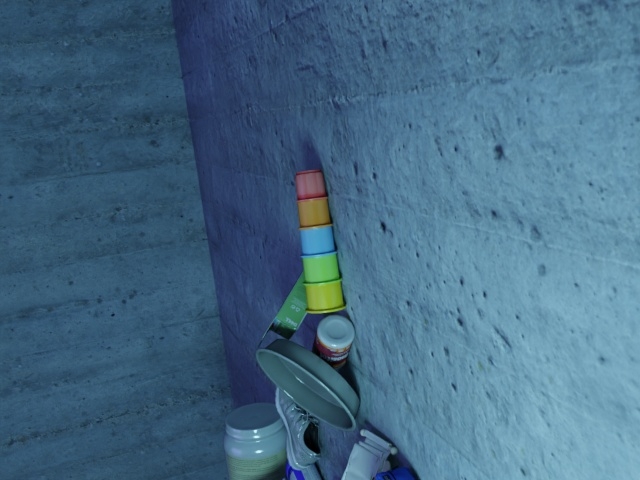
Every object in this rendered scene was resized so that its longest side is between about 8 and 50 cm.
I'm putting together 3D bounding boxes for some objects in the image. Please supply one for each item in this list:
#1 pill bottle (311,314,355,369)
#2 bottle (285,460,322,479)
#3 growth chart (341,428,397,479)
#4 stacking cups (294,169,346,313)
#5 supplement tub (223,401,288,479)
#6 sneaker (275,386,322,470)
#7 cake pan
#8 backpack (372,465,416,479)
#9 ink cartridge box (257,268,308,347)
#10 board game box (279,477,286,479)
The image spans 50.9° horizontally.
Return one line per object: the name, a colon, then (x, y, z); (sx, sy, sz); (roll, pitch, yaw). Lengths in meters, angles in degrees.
pill bottle: (0.026, 0.243, 1.539); (0.152, 0.086, 0.086); (101, 152, -51)
bottle: (-0.018, 0.758, 1.959); (0.283, 0.092, 0.118); (-127, 26, -53)
growth chart: (0.086, 0.524, 1.438); (0.237, 0.021, 0.172); (-68, 23, 1)
stacking cups: (0.000, 0.000, 1.505); (0.096, 0.096, 0.315); (-177, 82, -72)
supplement tub: (-0.203, 0.743, 2.285); (0.235, 0.236, 0.324); (-152, 54, -68)
sneaker: (-0.048, 0.516, 1.961); (0.115, 0.105, 0.281); (-31, 65, 39)
cake pan: (-0.024, 0.334, 1.573); (0.293, 0.054, 0.293); (32, 154, 18)
backpack: (0.132, 0.501, 1.304); (0.098, 0.120, 0.101); (-144, 46, -66)
ink cartridge box: (-0.069, 0.175, 1.626); (0.209, 0.062, 0.109); (-59, 0, -25)
board game box: (-0.093, 0.883, 2.009); (0.275, 0.142, 0.144); (61, 175, -15)
